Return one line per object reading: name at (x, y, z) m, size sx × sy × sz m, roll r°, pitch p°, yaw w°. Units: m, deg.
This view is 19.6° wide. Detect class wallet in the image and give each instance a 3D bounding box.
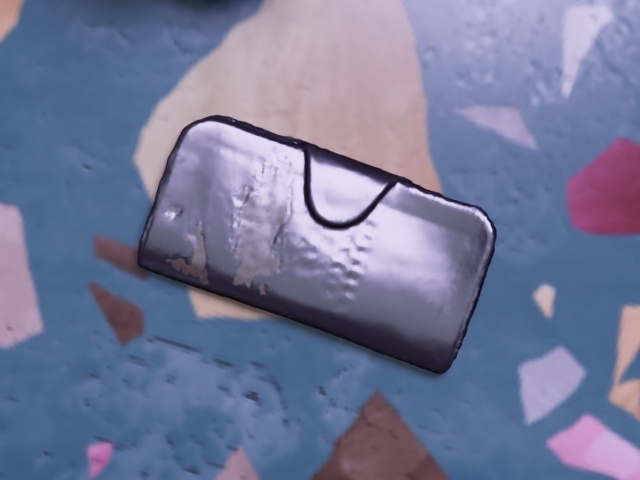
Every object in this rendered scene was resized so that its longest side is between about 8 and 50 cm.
wallet at (0.000, 0.000, 0.850) m, size 0.157 × 0.018 × 0.082 m, roll 21°, pitch 92°, yaw -2°
